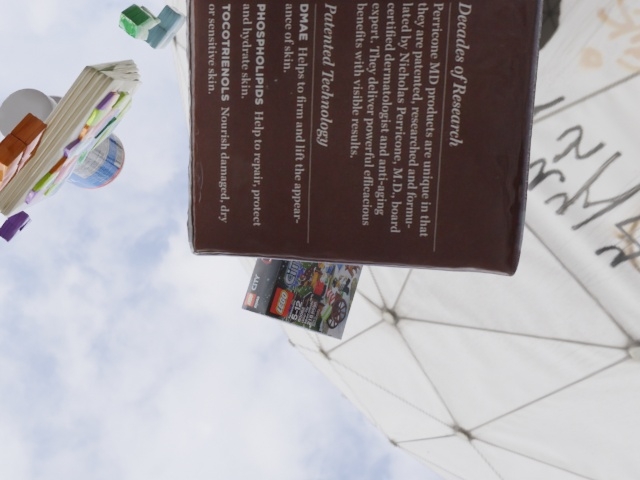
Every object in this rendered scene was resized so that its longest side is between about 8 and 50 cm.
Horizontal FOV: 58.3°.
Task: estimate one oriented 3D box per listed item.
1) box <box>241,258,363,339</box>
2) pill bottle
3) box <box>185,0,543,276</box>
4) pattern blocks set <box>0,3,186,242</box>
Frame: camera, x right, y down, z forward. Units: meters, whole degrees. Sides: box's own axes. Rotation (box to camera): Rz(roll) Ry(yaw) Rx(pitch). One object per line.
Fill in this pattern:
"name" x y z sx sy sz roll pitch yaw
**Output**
"box" 0.000 0.000 0.750 0.159 0.044 0.232 27 -104 -48
"pill bottle" -0.434 -0.170 0.970 0.125 0.221 0.124 -1 -100 7
"box" 0.031 -0.076 0.408 0.203 0.168 0.166 3 -82 9
"pattern blocks set" -0.251 -0.102 0.579 0.026 0.325 0.285 39 -157 -14
